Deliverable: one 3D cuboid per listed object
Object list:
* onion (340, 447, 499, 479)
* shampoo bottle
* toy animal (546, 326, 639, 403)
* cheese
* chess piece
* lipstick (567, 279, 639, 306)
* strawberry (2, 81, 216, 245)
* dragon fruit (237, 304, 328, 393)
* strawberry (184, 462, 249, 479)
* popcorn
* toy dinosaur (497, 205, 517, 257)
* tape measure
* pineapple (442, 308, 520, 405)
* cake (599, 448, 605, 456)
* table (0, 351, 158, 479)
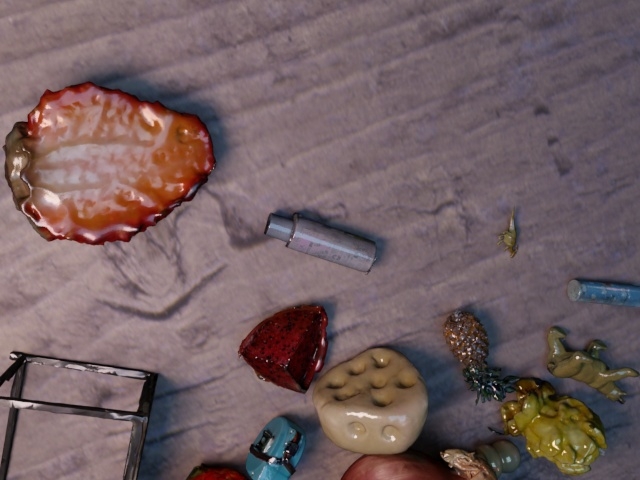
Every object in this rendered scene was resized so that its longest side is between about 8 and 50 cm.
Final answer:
[{"bbox_3d":[0.161,0.549,1.137,0.353,0.353,0.354,-1,98,-10],"label":"onion"},{"bbox_3d":[0.000,0.000,1.165,0.214,0.072,0.072,18,94,-12],"label":"shampoo bottle"},{"bbox_3d":[0.570,0.273,1.303,0.218,0.103,0.101,18,113,-14],"label":"toy animal"},{"bbox_3d":[0.103,0.302,1.166,0.218,0.235,0.117,-40,126,-42],"label":"cheese"},{"bbox_3d":[0.340,0.469,1.281,0.170,0.094,0.094,-12,100,-12],"label":"chess piece"},{"bbox_3d":[0.606,0.112,1.300,0.157,0.048,0.048,6,97,-11],"label":"lipstick"},{"bbox_3d":[-0.354,-0.127,1.052,0.336,0.149,0.265,-12,93,-19],"label":"strawberry"},{"bbox_3d":[-0.060,0.199,1.183,0.127,0.121,0.161,21,63,26],"label":"dragon fruit"},{"bbox_3d":[-0.183,0.566,1.116,0.277,0.257,0.257,39,90,1],"label":"strawberry"},{"bbox_3d":[0.475,0.387,1.258,0.195,0.168,0.173,26,130,-3],"label":"popcorn"},{"bbox_3d":[0.383,-0.014,1.252,0.041,0.026,0.113,-15,109,-15],"label":"toy dinosaur"},{"bbox_3d":[-0.083,0.405,1.172,0.081,0.146,0.125,37,73,-15],"label":"tape measure"},{"bbox_3d":[0.320,0.230,1.246,0.103,0.083,0.221,-29,104,-5],"label":"pineapple"},{"bbox_3d":[0.555,0.439,1.334,0.121,0.065,0.052,-4,96,-3],"label":"cake"},{"bbox_3d":[-0.455,0.402,1.059,0.272,0.222,0.335,11,95,-11],"label":"table"}]
